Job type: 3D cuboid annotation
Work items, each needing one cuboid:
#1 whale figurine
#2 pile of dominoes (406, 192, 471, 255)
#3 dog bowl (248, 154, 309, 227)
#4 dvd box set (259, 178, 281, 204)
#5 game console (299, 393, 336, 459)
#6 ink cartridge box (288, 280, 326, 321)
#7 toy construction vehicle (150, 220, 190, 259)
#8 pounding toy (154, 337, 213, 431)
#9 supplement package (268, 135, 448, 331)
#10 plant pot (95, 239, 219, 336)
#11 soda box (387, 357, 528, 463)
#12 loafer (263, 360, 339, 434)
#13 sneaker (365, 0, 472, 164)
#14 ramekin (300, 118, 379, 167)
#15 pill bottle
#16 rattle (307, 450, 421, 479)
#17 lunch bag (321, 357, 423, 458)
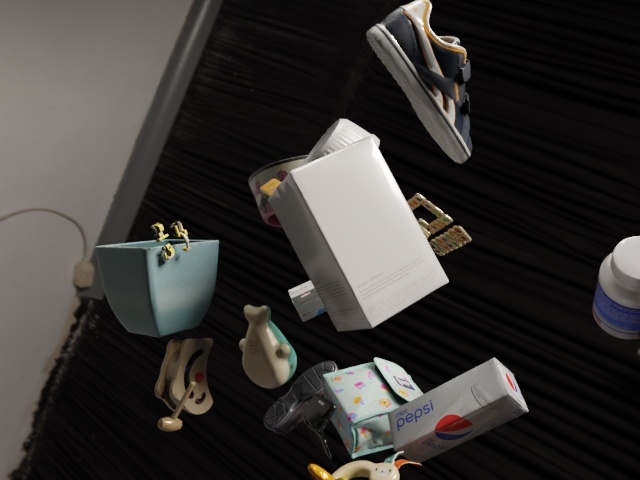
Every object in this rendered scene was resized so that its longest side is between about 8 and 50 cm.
[{"bbox_3d":[-0.162,0.326,1.713,0.141,0.216,0.272,-19,101,-50],"label":"whale figurine"},{"bbox_3d":[0.293,-0.024,1.489,0.040,0.196,0.251,-53,180,-15],"label":"pile of dominoes"},{"bbox_3d":[-0.034,-0.154,1.846,0.408,0.408,0.150,13,67,-63],"label":"dog bowl"},{"bbox_3d":[0.000,0.000,1.451,0.062,0.420,0.307,-39,116,-9],"label":"dvd box set"},{"bbox_3d":[0.007,0.429,1.257,0.107,0.071,0.122,-56,-163,-15],"label":"game console"},{"bbox_3d":[-0.044,0.199,1.868,0.104,0.061,0.181,-24,144,-3],"label":"ink cartridge box"},{"bbox_3d":[-0.373,-0.007,1.363,0.086,0.035,0.098,-38,119,-53],"label":"toy construction vehicle"},{"bbox_3d":[-0.344,0.396,1.491,0.154,0.155,0.269,38,53,-44],"label":"pounding toy"},{"bbox_3d":[0.061,-0.006,0.984,0.175,0.293,0.177,-27,179,-21],"label":"supplement package"},{"bbox_3d":[-0.449,0.131,1.516,0.247,0.248,0.252,-7,96,-53],"label":"plant pot"},{"bbox_3d":[0.289,0.372,1.169,0.286,0.098,0.091,-35,123,22],"label":"soda box"},{"bbox_3d":[-0.050,0.521,1.784,0.302,0.109,0.095,-41,126,-2],"label":"loafer"},{"bbox_3d":[0.221,-0.285,0.990,0.127,0.126,0.321,-38,123,7],"label":"sneaker"},{"bbox_3d":[0.038,-0.198,1.321,0.207,0.109,0.207,-50,-167,16],"label":"ramekin"},{"bbox_3d":[0.723,0.109,1.251,0.152,0.152,0.272,-54,146,-18],"label":"pill bottle"},{"bbox_3d":[0.085,0.428,1.038,0.199,0.143,0.130,-26,-175,-8],"label":"rattle"},{"bbox_3d":[0.162,0.443,1.481,0.262,0.223,0.160,-11,115,-17],"label":"lunch bag"}]
